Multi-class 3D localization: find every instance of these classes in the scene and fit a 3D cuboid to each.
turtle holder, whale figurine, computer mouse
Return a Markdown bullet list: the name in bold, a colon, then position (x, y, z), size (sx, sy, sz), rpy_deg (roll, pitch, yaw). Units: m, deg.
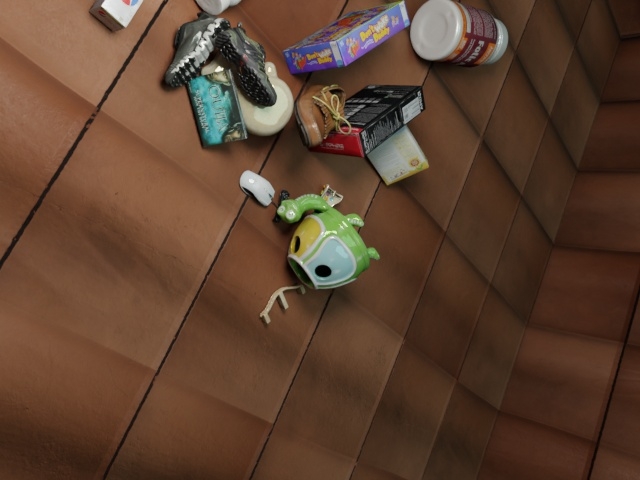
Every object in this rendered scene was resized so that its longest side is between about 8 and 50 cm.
- **turtle holder**: position (0.013, 0.013, 1.847), size (0.227, 0.243, 0.320), rpy_deg (-39, 140, -17)
- **whale figurine**: position (-0.207, -0.414, 1.666), size (0.272, 0.141, 0.216), rpy_deg (37, 86, -17)
- **computer mouse**: position (-0.167, -0.141, 1.786), size (0.193, 0.042, 0.106), rpy_deg (37, 70, -42)

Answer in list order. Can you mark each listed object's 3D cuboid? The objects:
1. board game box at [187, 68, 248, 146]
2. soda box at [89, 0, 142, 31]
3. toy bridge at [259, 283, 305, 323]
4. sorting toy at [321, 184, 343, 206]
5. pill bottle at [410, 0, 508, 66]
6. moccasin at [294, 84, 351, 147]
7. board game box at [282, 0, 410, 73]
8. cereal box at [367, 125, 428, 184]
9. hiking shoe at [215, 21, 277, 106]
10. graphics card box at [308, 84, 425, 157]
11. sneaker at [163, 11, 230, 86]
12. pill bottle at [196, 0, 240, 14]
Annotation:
- **board game box**: position (-0.278, -0.356, 1.594), size (0.026, 0.126, 0.186), rpy_deg (-75, 154, -69)
- **soda box**: position (-0.457, -0.609, 1.411), size (0.074, 0.069, 0.216), rpy_deg (39, 69, -41)
- **toy bridge**: position (-0.125, 0.189, 1.883), size (0.188, 0.026, 0.063), rpy_deg (-37, 118, -36)
- **sorting toy**: position (0.023, -0.139, 1.982), size (0.083, 0.045, 0.075), rpy_deg (35, 78, -43)
- **pill bottle**: position (0.549, -0.793, 2.293), size (0.392, 0.224, 0.224), rpy_deg (-9, 102, -44)
- **moccasin**: position (0.014, -0.375, 1.745), size (0.380, 0.147, 0.139), rpy_deg (-68, 148, -64)
- **board game box**: position (0.084, -0.632, 1.839), size (0.347, 0.233, 0.078), rpy_deg (-42, 123, -34)
- **cereal box**: position (0.259, -0.319, 2.106), size (0.240, 0.173, 0.047), rpy_deg (50, 29, -38)
- **hiking shoe**: position (-0.170, -0.465, 1.556), size (0.114, 0.086, 0.227), rpy_deg (-49, 115, -36)
- **graphics card box**: position (0.148, -0.399, 1.933), size (0.371, 0.233, 0.094), rpy_deg (-42, 129, -34)
- **sneaker**: position (-0.342, -0.502, 1.537), size (0.234, 0.106, 0.078), rpy_deg (-53, 165, -9)
- **pill bottle**: position (-0.235, -0.708, 1.584), size (0.221, 0.121, 0.121), rpy_deg (-52, 128, -28)
